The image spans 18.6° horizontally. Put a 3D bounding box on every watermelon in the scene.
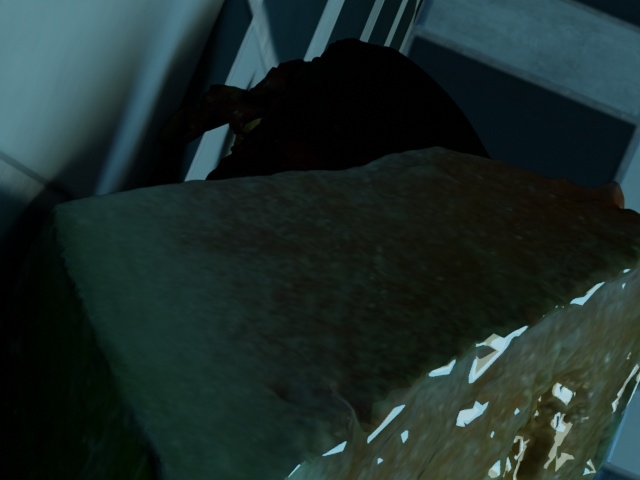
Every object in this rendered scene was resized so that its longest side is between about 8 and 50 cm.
[{"bbox_3d":[-0.035,0.105,0.655,0.302,0.151,0.264,-31,145,-47],"label":"watermelon"}]

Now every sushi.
[{"bbox_3d":[0.000,0.000,0.804,0.150,0.153,0.172,-48,164,19],"label":"sushi"}]

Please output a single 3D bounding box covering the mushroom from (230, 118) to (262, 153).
[{"bbox_3d":[0.007,0.114,1.065,0.208,0.233,0.302,-79,-171,-49],"label":"mushroom"}]
